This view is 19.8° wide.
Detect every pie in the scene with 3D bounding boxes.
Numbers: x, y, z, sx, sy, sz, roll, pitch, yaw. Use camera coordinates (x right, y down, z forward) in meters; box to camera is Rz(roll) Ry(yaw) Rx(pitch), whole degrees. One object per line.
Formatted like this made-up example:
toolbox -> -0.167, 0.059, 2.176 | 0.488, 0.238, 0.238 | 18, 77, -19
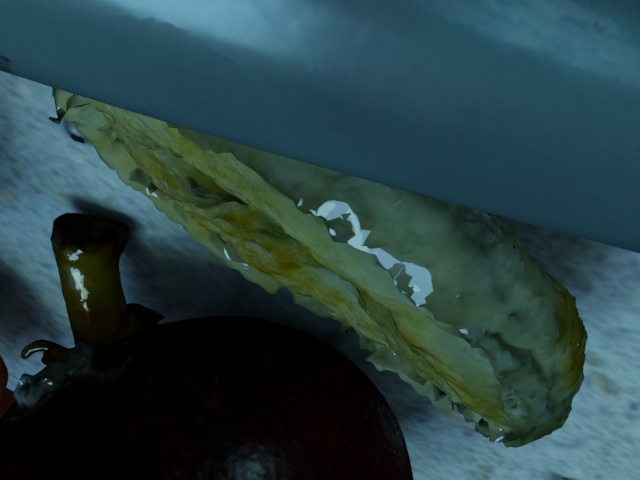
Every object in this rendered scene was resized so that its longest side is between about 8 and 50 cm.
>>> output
pie -> 0.000, 0.000, 0.755 | 0.274, 0.055, 0.274 | 34, 169, 7

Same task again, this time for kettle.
kettle -> 0.022, -0.082, 0.577 | 0.243, 0.160, 0.210 | 22, 172, -6

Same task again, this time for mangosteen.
mangosteen -> -0.083, 0.110, 0.932 | 0.235, 0.235, 0.261 | -33, 79, 58

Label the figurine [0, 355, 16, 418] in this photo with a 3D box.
figurine -> -0.369, 0.062, 1.081 | 0.412, 0.241, 0.306 | 39, 130, 11
